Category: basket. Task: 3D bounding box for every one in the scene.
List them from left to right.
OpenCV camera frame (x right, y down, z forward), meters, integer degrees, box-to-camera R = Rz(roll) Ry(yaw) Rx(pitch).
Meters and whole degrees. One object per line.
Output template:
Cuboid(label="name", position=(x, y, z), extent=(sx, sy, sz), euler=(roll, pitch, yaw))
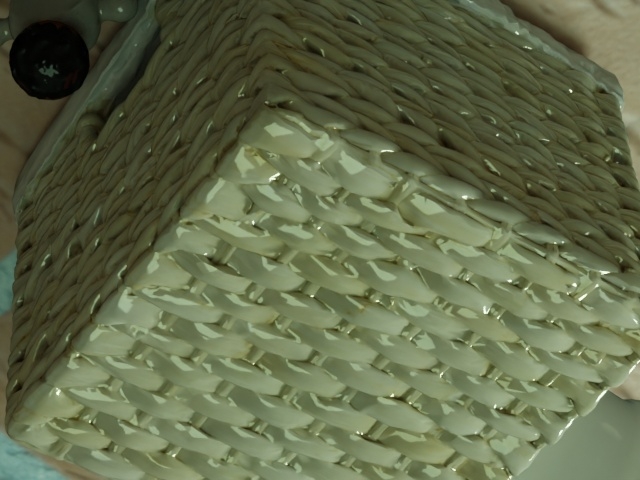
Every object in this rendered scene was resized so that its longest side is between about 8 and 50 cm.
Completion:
Cuboid(label="basket", position=(0.000, 0.000, 1.049), extent=(0.331, 0.266, 0.328), euler=(27, 122, -23))

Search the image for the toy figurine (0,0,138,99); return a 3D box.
Cuboid(label="toy figurine", position=(-0.180, -0.200, 0.937), extent=(0.213, 0.148, 0.209), euler=(29, 121, -26))

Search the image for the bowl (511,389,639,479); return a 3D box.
Cuboid(label="bowl", position=(0.112, 0.192, 1.235), extent=(0.134, 0.298, 0.298), euler=(44, 116, -6))
